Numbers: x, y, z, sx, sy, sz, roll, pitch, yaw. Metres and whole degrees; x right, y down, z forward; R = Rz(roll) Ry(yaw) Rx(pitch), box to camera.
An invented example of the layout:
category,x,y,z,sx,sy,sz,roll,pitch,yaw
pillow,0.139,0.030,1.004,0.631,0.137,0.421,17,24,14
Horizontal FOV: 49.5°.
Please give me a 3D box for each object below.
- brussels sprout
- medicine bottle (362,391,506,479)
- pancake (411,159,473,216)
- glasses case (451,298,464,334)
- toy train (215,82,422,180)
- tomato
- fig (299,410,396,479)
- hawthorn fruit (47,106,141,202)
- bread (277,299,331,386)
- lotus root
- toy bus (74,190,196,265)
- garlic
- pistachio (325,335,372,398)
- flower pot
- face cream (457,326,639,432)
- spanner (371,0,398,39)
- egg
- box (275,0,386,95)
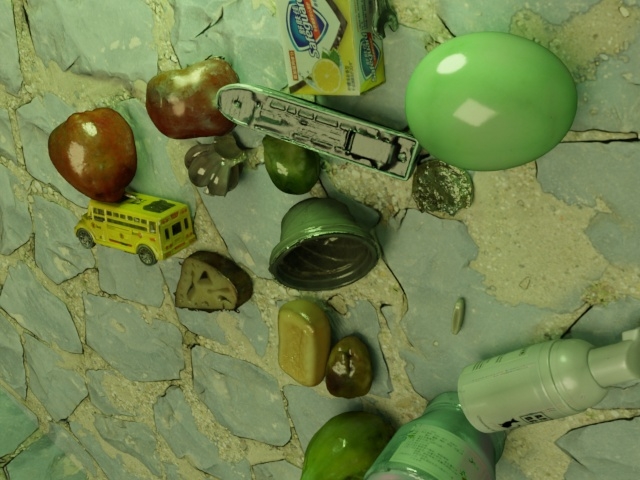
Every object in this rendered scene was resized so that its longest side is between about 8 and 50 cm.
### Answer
category,x,y,z,sx,sy,sz,roll,pitch,yaw
brussels sprout,-0.059,-0.168,1.445,0.118,0.155,0.155,-4,119,-2
medicine bottle,0.254,0.486,1.483,0.245,0.290,0.244,17,124,26
pancake,0.232,-0.102,1.338,0.130,0.023,0.116,8,117,33
glasses case,0.286,0.159,1.443,0.021,0.032,0.083,16,124,24
toy train,-0.005,-0.223,1.343,0.407,0.088,0.086,20,112,11
tomato,-0.290,-0.305,1.486,0.214,0.155,0.180,-9,93,37
fig,0.070,0.529,1.648,0.233,0.314,0.233,0,90,24
hawthorn fruit,-0.546,-0.195,1.730,0.211,0.210,0.262,-22,101,42
bread,-0.033,0.244,1.677,0.147,0.098,0.217,32,132,34
lotus root,-0.294,0.110,1.811,0.261,0.074,0.170,5,117,36
toy bus,-0.497,-0.047,1.819,0.330,0.144,0.152,13,120,28
garlic,-0.253,-0.156,1.603,0.131,0.127,0.194,46,148,-1
pistachio,0.071,0.317,1.645,0.110,0.100,0.189,21,125,22
flower pot,0.000,0.000,1.457,0.235,0.236,0.140,-51,40,42
face cream,0.445,0.261,1.309,0.370,0.145,0.145,-30,96,44
spanner,0.088,-0.499,1.187,0.017,0.071,0.301,12,125,45
egg,0.268,-0.221,1.109,0.270,0.220,0.220,2,116,28
box,0.015,-0.404,1.271,0.168,0.097,0.265,10,121,31
